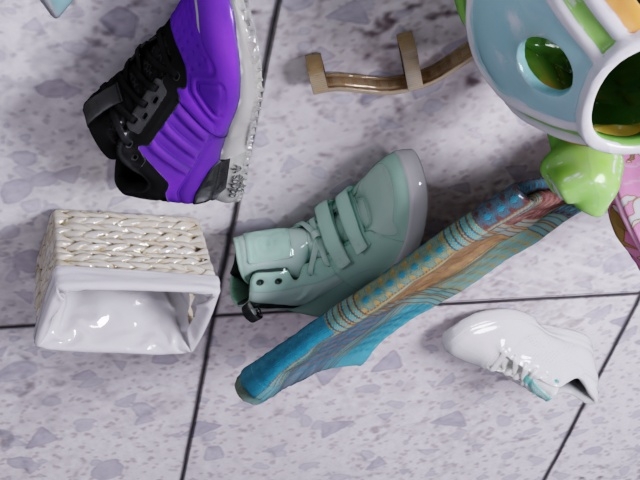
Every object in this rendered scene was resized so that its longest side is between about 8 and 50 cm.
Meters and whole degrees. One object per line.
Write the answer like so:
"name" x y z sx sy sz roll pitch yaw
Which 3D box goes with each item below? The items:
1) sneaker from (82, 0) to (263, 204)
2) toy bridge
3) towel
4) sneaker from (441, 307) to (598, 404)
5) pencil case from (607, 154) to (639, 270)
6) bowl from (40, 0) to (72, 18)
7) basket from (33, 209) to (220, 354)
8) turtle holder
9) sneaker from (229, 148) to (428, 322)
"sneaker" -0.133 -0.125 1.520 0.146 0.102 0.293 -4 143 -11
"toy bridge" 0.083 -0.163 1.598 0.188 0.026 0.063 -14 146 1
"towel" 0.107 0.045 1.767 0.370 0.040 0.271 -35 170 26
"sneaker" 0.238 0.141 2.000 0.212 0.094 0.080 12 139 -29
"pencil case" 0.455 -0.099 1.671 0.386 0.160 0.167 -22 99 11
"bowl" -0.195 -0.316 1.119 0.163 0.311 0.311 -36 143 -4
"basket" -0.196 0.039 1.722 0.167 0.103 0.113 3 141 -21
"turtle holder" 0.221 -0.175 1.446 0.243 0.227 0.320 13 134 -31
"sneaker" 0.000 0.001 1.730 0.151 0.094 0.256 1 145 -29
